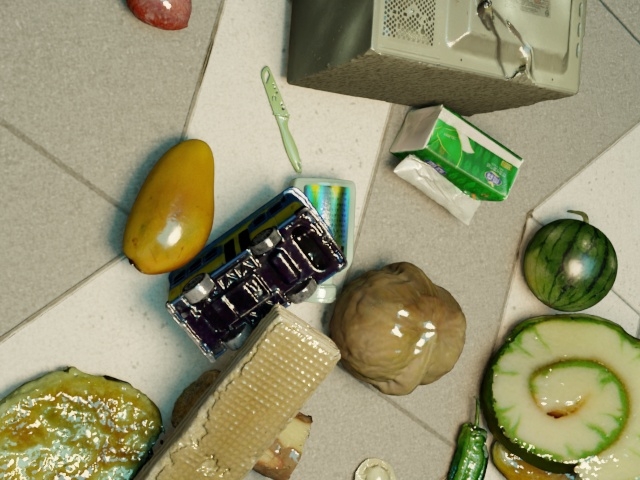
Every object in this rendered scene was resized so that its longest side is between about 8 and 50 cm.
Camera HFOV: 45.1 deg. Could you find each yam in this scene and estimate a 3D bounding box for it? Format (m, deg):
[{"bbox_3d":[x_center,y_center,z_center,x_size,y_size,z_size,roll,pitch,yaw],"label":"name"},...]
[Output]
[{"bbox_3d":[-0.134,0.325,1.368,0.238,0.129,0.128,33,103,-18],"label":"yam"}]

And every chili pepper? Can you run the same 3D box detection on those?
[{"bbox_3d":[0.280,0.457,1.569,0.122,0.065,0.279,32,83,-23],"label":"chili pepper"}]

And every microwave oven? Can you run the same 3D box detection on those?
[{"bbox_3d":[0.206,-0.381,1.361,0.431,0.374,0.237,4,89,-27],"label":"microwave oven"}]

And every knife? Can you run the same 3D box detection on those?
[{"bbox_3d":[-0.069,-0.224,1.437,0.030,0.014,0.207,-22,99,-19],"label":"knife"}]

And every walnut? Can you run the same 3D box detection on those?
[{"bbox_3d":[0.143,0.164,1.421,0.248,0.248,0.249,-1,92,-22],"label":"walnut"}]

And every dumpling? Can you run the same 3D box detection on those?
[{"bbox_3d":[0.106,0.462,1.515,0.076,0.057,0.052,-21,139,5],"label":"dumpling"}]

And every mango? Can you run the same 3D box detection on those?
[{"bbox_3d":[0.514,0.449,1.625,0.316,0.146,0.193,-6,82,-13],"label":"mango"},{"bbox_3d":[-0.245,-0.056,1.319,0.138,0.113,0.254,24,75,-14],"label":"mango"}]

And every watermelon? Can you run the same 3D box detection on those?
[{"bbox_3d":[0.521,0.041,1.593,0.188,0.188,0.215,32,82,-20],"label":"watermelon"}]

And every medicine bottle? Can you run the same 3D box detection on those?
[{"bbox_3d":[0.000,0.000,1.433,0.121,0.083,0.229,2,89,-15],"label":"medicine bottle"}]

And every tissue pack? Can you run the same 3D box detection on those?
[{"bbox_3d":[0.253,-0.143,1.499,0.209,0.148,0.156,30,80,-21],"label":"tissue pack"}]

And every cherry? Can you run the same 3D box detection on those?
[{"bbox_3d":[-0.305,-0.443,1.293,0.225,0.090,0.107,43,78,-17],"label":"cherry"}]

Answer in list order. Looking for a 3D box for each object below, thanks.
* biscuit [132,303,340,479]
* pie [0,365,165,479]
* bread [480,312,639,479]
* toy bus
[{"bbox_3d":[-0.149,0.301,1.245,0.144,0.078,0.426,35,99,-18],"label":"biscuit"},{"bbox_3d":[-0.439,0.381,1.269,0.296,0.078,0.371,42,75,-18],"label":"pie"},{"bbox_3d":[0.515,0.334,1.536,0.366,0.129,0.382,-13,61,-1],"label":"bread"},{"bbox_3d":[-0.110,0.053,1.303,0.287,0.175,0.138,-35,109,3],"label":"toy bus"}]
